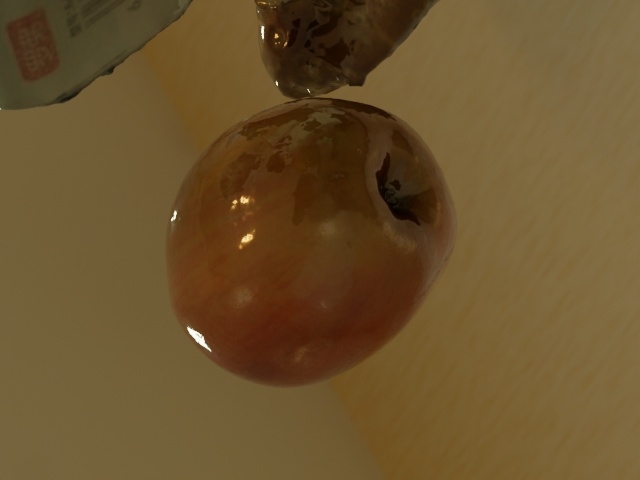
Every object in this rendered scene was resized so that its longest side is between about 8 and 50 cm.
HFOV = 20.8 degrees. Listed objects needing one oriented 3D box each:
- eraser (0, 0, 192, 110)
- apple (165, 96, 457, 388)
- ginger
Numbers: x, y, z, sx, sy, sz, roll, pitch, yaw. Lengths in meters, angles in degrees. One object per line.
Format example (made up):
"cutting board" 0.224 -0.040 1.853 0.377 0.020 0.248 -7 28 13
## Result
"eraser" -0.161 -0.205 1.061 0.081 0.227 0.174 36 -117 28
"apple" 0.000 0.000 1.455 0.242 0.241 0.242 16 -119 -31
"ginger" 0.059 -0.342 1.802 0.254 0.418 0.176 46 169 -25
